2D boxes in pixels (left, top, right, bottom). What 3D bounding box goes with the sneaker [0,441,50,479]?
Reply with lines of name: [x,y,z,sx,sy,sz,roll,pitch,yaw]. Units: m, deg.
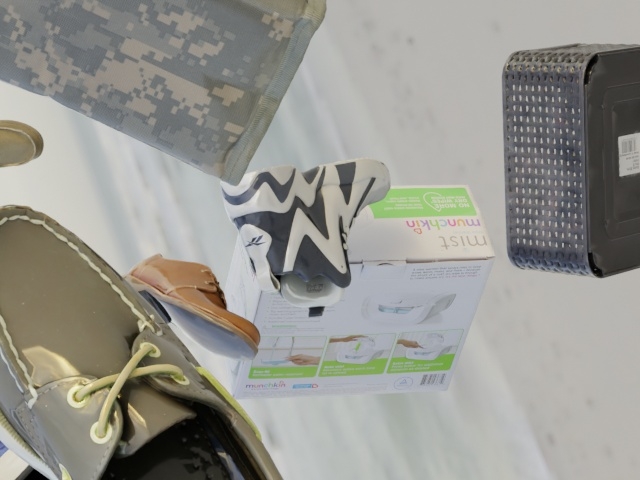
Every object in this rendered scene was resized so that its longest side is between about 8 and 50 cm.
sneaker: [-0.306,0.196,1.879,0.127,0.315,0.182,16,-115,-42]

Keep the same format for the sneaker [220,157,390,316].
sneaker: [0.000,0.000,2.007,0.235,0.094,0.153,-6,-95,-59]

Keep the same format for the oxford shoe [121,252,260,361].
oxford shoe: [-0.126,0.060,2.027,0.212,0.076,0.076,27,154,43]

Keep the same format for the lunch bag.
lunch bag: [-0.111,-0.201,1.358,0.287,0.235,0.169,-79,15,-60]

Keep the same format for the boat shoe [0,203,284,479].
boat shoe: [-0.087,0.104,0.999,0.305,0.109,0.091,57,151,2]

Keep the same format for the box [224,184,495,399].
box: [0.035,0.060,2.215,0.231,0.262,0.126,104,158,-43]

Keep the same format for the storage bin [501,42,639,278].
storage bin: [0.219,-0.067,1.599,0.084,0.122,0.180,7,104,43]

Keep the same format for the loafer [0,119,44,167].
loafer: [-0.386,-0.103,2.212,0.050,0.148,0.056,-86,-4,-61]
